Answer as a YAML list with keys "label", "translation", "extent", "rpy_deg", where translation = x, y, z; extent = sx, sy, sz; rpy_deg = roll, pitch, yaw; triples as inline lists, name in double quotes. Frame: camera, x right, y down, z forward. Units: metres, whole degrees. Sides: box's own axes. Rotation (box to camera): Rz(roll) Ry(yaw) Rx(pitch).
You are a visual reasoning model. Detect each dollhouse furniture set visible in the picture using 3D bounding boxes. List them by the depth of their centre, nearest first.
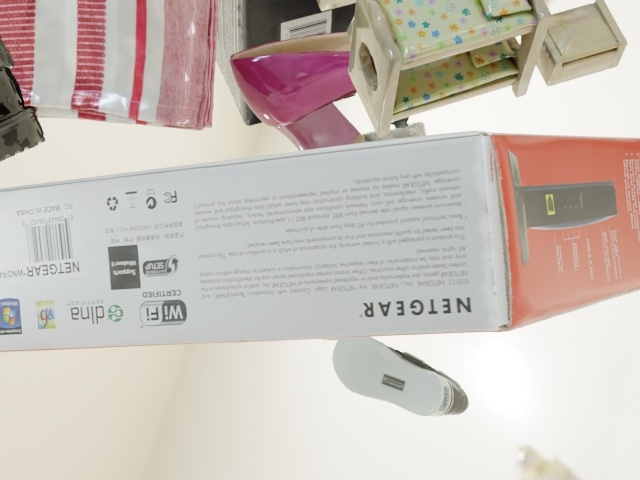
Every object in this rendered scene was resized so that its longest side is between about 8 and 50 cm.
- label: "dollhouse furniture set"
  translation: [0.097, -0.184, 0.899]
  extent: [0.182, 0.101, 0.161]
  rpy_deg: [-18, -115, -12]

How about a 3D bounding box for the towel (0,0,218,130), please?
- label: "towel"
  translation: [-0.277, -0.252, 1.508]
  extent: [0.037, 0.329, 0.237]
  rpy_deg: [-56, -30, -74]

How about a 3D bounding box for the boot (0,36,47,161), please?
- label: "boot"
  translation: [-0.417, -0.155, 1.156]
  extent: [0.348, 0.131, 0.260]
  rpy_deg: [-33, -70, -46]

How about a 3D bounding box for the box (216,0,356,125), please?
- label: "box"
  translation: [-0.073, -0.376, 1.836]
  extent: [0.183, 0.296, 0.294]
  rpy_deg: [-17, -123, -15]

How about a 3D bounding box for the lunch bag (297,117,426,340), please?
- label: "lunch bag"
  translation: [0.093, -0.017, 1.994]
  extent: [0.256, 0.212, 0.305]
  rpy_deg: [-20, -88, -32]

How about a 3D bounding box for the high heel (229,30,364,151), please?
- label: "high heel"
  translation: [0.072, -0.269, 1.640]
  extent: [0.377, 0.127, 0.181]
  rpy_deg: [-45, -65, -8]

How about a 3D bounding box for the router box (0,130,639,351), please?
- label: "router box"
  translation: [0.000, 0.000, 0.726]
  extent: [0.301, 0.335, 0.082]
  rpy_deg: [-6, -89, -60]

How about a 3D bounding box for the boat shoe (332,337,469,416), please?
- label: "boat shoe"
  translation: [0.104, 0.187, 1.787]
  extent: [0.070, 0.219, 0.078]
  rpy_deg: [16, -84, -44]
